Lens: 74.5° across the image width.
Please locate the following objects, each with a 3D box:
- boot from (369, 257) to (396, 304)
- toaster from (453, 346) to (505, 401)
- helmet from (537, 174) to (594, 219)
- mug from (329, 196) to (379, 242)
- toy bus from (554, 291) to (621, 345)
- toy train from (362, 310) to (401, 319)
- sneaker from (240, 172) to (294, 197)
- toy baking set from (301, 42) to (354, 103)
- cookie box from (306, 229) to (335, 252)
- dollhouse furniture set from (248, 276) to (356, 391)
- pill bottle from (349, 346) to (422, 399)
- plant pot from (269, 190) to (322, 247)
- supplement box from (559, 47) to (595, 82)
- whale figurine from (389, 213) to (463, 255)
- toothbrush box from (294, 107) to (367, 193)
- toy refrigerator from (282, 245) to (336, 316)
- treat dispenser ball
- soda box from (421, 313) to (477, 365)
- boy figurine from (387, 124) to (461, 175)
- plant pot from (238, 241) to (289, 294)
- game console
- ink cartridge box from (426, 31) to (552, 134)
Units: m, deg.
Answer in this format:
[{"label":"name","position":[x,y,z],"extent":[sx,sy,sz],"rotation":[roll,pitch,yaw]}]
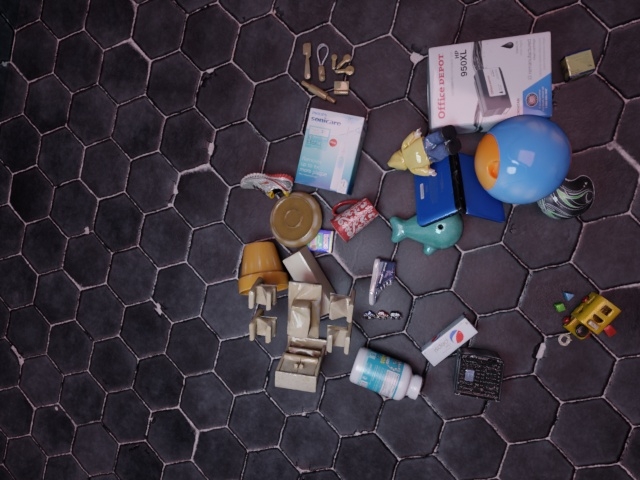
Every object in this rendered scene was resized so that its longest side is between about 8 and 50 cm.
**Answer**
[{"label":"boot","position":[0.246,0.169,1.665],"extent":[0.086,0.069,0.190],"rotation":[9,94,15]},{"label":"toaster","position":[0.593,0.495,1.589],"extent":[0.168,0.110,0.186],"rotation":[6,95,12]},{"label":"helmet","position":[0.839,-0.157,1.467],"extent":[0.161,0.169,0.169],"rotation":[-8,92,-4]},{"label":"mug","position":[0.127,-0.100,1.657],"extent":[0.169,0.113,0.150],"rotation":[-37,87,9]},{"label":"toy bus","position":[0.958,0.285,1.498],"extent":[0.191,0.104,0.202],"rotation":[-7,92,13]},{"label":"toy train","position":[0.247,0.301,1.696],"extent":[0.158,0.027,0.036],"rotation":[-2,90,12]},{"label":"sneaker","position":[-0.224,-0.224,1.726],"extent":[0.225,0.088,0.093],"rotation":[2,77,13]},{"label":"toy baking set","position":[0.018,-0.674,1.686],"extent":[0.256,0.030,0.197],"rotation":[29,96,9]},{"label":"cookie box","position":[0.000,0.000,1.724],"extent":[0.107,0.040,0.092],"rotation":[7,94,12]},{"label":"dollhouse furniture set","position":[-0.060,0.323,1.595],"extent":[0.362,0.256,0.394],"rotation":[6,110,7]},{"label":"pill bottle","position":[0.257,0.529,1.648],"extent":[0.264,0.146,0.146],"rotation":[19,97,10]},{"label":"plant pot","position":[-0.109,-0.089,1.723],"extent":[0.236,0.032,0.236],"rotation":[-3,83,21]},{"label":"supplement box","position":[0.902,-0.614,1.477],"extent":[0.083,0.056,0.083],"rotation":[-14,90,13]},{"label":"whale figurine","position":[0.397,-0.049,1.582],"extent":[0.272,0.141,0.216],"rotation":[-2,94,13]},{"label":"toothbrush box","position":[0.045,-0.344,1.650],"extent":[0.216,0.126,0.296],"rotation":[15,95,11]},{"label":"toy refrigerator","position":[-0.038,0.166,1.692],"extent":[0.094,0.102,0.269],"rotation":[-30,95,20]},{"label":"treat dispenser ball","position":[0.656,-0.263,1.376],"extent":[0.288,0.288,0.288],"rotation":[1,94,12]},{"label":"soda box","position":[0.496,0.385,1.626],"extent":[0.216,0.069,0.074],"rotation":[-43,84,12]},{"label":"boy figurine","position":[0.366,-0.310,1.527],"extent":[0.285,0.092,0.177],"rotation":[-18,101,55]},{"label":"plant pot","position":[-0.240,0.111,1.717],"extent":[0.205,0.205,0.188],"rotation":[-13,76,13]},{"label":"game console","position":[0.495,-0.172,1.531],"extent":[0.250,0.173,0.293],"rotation":[-25,45,37]},{"label":"ink cartridge box","position":[0.584,-0.542,1.496],"extent":[0.394,0.166,0.286],"rotation":[-2,93,13]}]
